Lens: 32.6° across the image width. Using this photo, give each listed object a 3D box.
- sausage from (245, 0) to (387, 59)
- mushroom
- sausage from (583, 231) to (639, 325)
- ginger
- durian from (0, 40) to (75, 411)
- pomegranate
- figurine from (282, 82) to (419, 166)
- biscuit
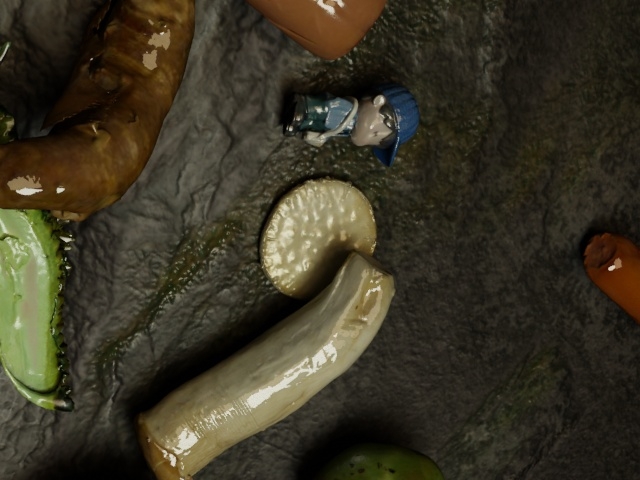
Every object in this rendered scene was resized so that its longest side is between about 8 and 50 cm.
[{"bbox_3d":[-0.064,-0.303,1.058,0.304,0.121,0.121,36,90,-28],"label":"sausage"},{"bbox_3d":[-0.057,0.146,1.222,0.351,0.095,0.123,-40,129,-6],"label":"mushroom"},{"bbox_3d":[0.416,0.059,1.437,0.197,0.076,0.076,37,89,-32],"label":"sausage"},{"bbox_3d":[-0.199,-0.125,1.015,0.133,0.107,0.309,86,21,-57],"label":"ginger"},{"bbox_3d":[-0.295,-0.005,1.055,0.132,0.106,0.375,-16,114,-21],"label":"durian"},{"bbox_3d":[0.072,0.336,1.328,0.180,0.180,0.210,-38,157,-9],"label":"pomegranate"},{"bbox_3d":[0.034,-0.132,1.196,0.149,0.086,0.087,6,64,-15],"label":"figurine"},{"bbox_3d":[0.000,0.000,1.248,0.152,0.020,0.152,-8,110,-22],"label":"biscuit"}]
